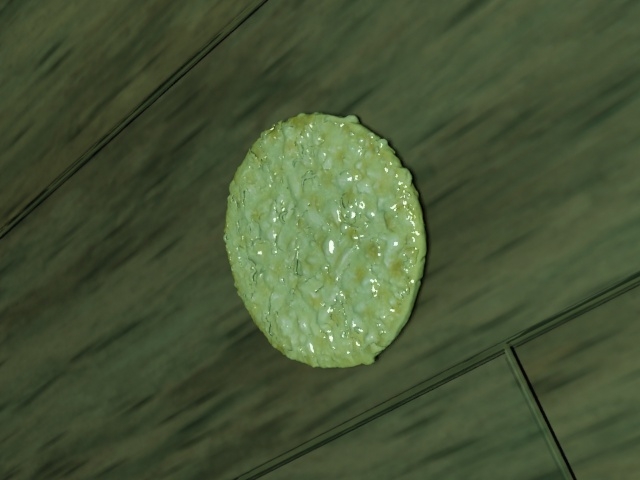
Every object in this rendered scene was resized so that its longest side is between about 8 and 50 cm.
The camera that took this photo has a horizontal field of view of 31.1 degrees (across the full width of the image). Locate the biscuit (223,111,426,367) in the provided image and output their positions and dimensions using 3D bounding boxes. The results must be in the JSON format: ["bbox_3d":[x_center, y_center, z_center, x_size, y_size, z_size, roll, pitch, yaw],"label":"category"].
[{"bbox_3d":[0.000,0.000,0.669,0.152,0.020,0.152,5,97,39],"label":"biscuit"}]
